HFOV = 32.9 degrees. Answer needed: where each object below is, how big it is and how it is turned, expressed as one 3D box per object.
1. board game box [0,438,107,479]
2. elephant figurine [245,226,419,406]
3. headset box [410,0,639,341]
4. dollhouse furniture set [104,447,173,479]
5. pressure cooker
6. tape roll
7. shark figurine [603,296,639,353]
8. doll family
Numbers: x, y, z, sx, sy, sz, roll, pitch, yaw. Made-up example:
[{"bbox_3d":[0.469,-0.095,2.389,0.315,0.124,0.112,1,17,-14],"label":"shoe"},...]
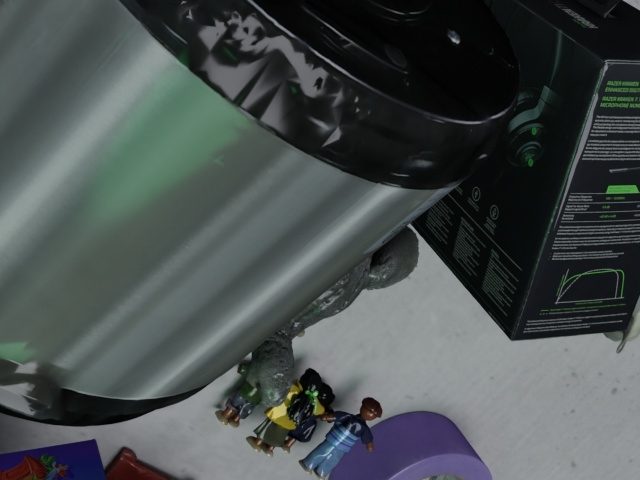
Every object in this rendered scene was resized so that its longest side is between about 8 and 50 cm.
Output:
[{"bbox_3d":[-0.292,0.342,0.891,0.233,0.078,0.347,-6,118,-19],"label":"board game box"},{"bbox_3d":[0.000,0.000,0.941,0.169,0.239,0.186,0,121,-27],"label":"elephant figurine"},{"bbox_3d":[0.199,-0.096,0.975,0.131,0.246,0.283,-3,121,-24],"label":"headset box"},{"bbox_3d":[-0.276,0.282,1.032,0.374,0.201,0.152,36,101,-33],"label":"dollhouse furniture set"},{"bbox_3d":[-0.133,-0.083,0.705,0.370,0.375,0.420,16,135,-40],"label":"pressure cooker"},{"bbox_3d":[0.108,0.304,1.309,0.189,0.080,0.189,-14,127,-19],"label":"tape roll"},{"bbox_3d":[0.365,0.014,1.234,0.166,0.116,0.278,-27,149,-54],"label":"shark figurine"},{"bbox_3d":[-0.015,0.188,1.176,0.111,0.076,0.193,-51,134,6],"label":"doll family"}]
